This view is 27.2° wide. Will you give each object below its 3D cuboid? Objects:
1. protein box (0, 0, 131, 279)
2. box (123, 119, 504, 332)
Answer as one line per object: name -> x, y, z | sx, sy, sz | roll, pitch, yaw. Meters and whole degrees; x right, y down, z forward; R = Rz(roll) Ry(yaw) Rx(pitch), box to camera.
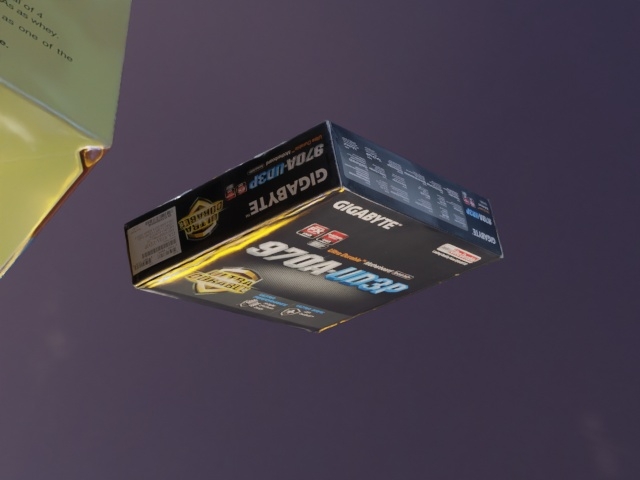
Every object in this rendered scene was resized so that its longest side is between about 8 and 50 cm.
protein box -> -0.184, -0.093, 0.466 | 0.136, 0.200, 0.201 | -45, -152, 27
box -> 0.000, 0.000, 0.927 | 0.175, 0.220, 0.051 | -24, -115, 28
